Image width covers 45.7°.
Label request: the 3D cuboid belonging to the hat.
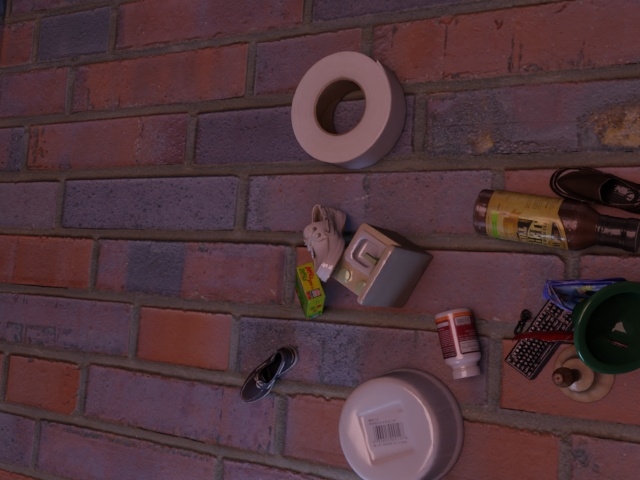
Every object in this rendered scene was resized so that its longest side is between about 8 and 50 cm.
[{"bbox_3d":[0.498,0.136,1.404,0.208,0.183,0.173,1,102,-11],"label":"hat"}]

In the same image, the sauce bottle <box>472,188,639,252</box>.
[{"bbox_3d":[0.503,-0.039,1.629,0.344,0.111,0.111,10,89,32],"label":"sauce bottle"}]

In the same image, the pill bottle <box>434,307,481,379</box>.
[{"bbox_3d":[0.314,0.234,1.719,0.086,0.086,0.152,-17,76,27],"label":"pill bottle"}]

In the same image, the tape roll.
[{"bbox_3d":[0.071,-0.327,1.917,0.286,0.100,0.286,-4,82,30],"label":"tape roll"}]

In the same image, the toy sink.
[{"bbox_3d":[0.132,0.057,1.759,0.131,0.234,0.153,35,102,28],"label":"toy sink"}]

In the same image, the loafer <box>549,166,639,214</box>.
[{"bbox_3d":[0.591,-0.114,1.606,0.220,0.078,0.080,15,91,30],"label":"loafer"}]

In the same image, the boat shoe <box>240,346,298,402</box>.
[{"bbox_3d":[-0.148,0.349,1.980,0.206,0.065,0.075,-44,65,18],"label":"boat shoe"}]

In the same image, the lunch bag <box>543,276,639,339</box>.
[{"bbox_3d":[0.585,0.135,1.498,0.293,0.221,0.138,10,89,30],"label":"lunch bag"}]

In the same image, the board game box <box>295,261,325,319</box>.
[{"bbox_3d":[-0.027,0.127,1.876,0.043,0.181,0.092,-18,72,-9],"label":"board game box"}]

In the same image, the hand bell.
[{"bbox_3d":[0.503,0.269,1.516,0.126,0.242,0.126,-4,81,29],"label":"hand bell"}]

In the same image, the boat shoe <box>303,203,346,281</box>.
[{"bbox_3d":[0.000,0.000,1.828,0.096,0.277,0.098,27,117,-12],"label":"boat shoe"}]

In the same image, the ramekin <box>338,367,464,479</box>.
[{"bbox_3d":[0.176,0.435,1.745,0.277,0.135,0.277,-4,83,30],"label":"ramekin"}]

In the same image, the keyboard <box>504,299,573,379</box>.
[{"bbox_3d":[0.473,0.206,1.668,0.108,0.023,0.180,39,102,28],"label":"keyboard"}]
